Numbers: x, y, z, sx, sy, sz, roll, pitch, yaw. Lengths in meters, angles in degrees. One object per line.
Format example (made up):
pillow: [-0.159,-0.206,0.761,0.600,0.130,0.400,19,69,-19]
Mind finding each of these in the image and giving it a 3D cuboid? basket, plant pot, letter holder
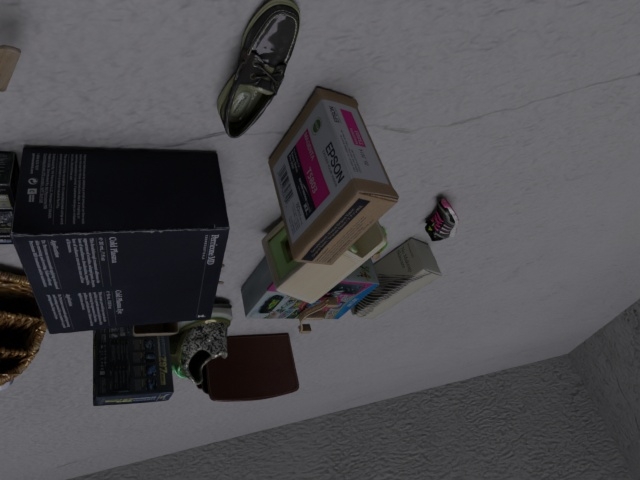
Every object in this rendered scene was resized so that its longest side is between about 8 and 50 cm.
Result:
basket: [-0.727,0.187,0.950,0.223,0.213,0.299,-27,148,26]
plant pot: [-0.432,0.199,1.225,0.109,0.109,0.096,4,153,-29]
letter holder: [-0.246,0.443,1.577,0.301,0.214,0.152,3,144,-28]

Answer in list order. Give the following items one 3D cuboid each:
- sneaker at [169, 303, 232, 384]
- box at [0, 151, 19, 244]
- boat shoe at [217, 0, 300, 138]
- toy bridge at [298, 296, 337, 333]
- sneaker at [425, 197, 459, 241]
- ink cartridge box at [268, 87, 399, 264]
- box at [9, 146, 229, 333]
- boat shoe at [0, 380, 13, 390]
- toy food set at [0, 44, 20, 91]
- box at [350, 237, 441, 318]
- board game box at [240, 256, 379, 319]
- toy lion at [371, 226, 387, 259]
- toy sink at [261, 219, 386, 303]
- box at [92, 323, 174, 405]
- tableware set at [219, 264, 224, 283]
sneaker: [-0.399,0.336,1.372,0.158,0.182,0.410,17,136,-42]
box: [-0.579,-0.065,0.755,0.180,0.078,0.147,-2,142,-22]
boat shoe: [-0.090,-0.244,0.710,0.080,0.073,0.223,8,141,-34]
toy bridge: [-0.021,0.206,1.309,0.063,0.026,0.188,5,144,-28]
sneaker: [0.303,-0.043,1.209,0.074,0.063,0.170,-25,153,2]
ink cartridge box: [0.008,-0.106,0.815,0.088,0.235,0.193,7,141,-34]
box: [-0.354,0.012,0.891,0.312,0.179,0.343,-1,146,-21]
boat shoe: [-0.959,0.352,1.251,0.258,0.095,0.084,-2,117,-27]
toy food set: [-0.467,-0.253,0.545,0.217,0.071,0.128,9,164,-32]
box: [0.202,0.116,1.371,0.094,0.113,0.275,17,134,-40]
board game box: [-0.030,0.123,1.290,0.303,0.098,0.224,6,143,-32]
toy lion: [0.139,0.003,1.243,0.100,0.034,0.096,15,129,-41]
toy sink: [0.000,0.000,1.040,0.234,0.153,0.131,-40,138,22]
box: [-0.484,0.299,1.227,0.183,0.233,0.059,6,140,-33]
tableware set: [-0.343,0.106,1.173,0.194,0.039,0.128,4,143,-29]
